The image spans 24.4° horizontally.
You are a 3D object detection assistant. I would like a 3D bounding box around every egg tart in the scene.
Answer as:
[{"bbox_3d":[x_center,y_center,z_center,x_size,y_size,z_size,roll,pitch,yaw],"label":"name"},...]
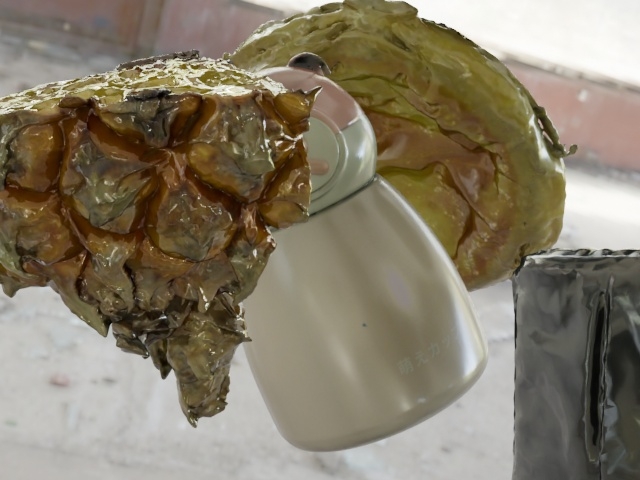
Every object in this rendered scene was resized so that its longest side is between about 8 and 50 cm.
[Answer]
[{"bbox_3d":[0.060,-0.086,1.252,0.341,0.341,0.132,20,56,8],"label":"egg tart"}]

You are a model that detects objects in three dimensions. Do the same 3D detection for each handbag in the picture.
[{"bbox_3d":[0.200,0.097,0.642,0.181,0.181,0.254,0,-3,45],"label":"handbag"}]

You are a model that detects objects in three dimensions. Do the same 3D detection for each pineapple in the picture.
[{"bbox_3d":[-0.046,-0.004,0.396,0.114,0.114,0.077,-4,32,12],"label":"pineapple"}]

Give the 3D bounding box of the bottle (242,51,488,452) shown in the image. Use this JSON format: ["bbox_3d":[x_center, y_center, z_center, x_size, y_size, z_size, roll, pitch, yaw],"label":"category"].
[{"bbox_3d":[0.000,0.000,0.933,0.147,0.236,0.147,-22,12,5],"label":"bottle"}]
